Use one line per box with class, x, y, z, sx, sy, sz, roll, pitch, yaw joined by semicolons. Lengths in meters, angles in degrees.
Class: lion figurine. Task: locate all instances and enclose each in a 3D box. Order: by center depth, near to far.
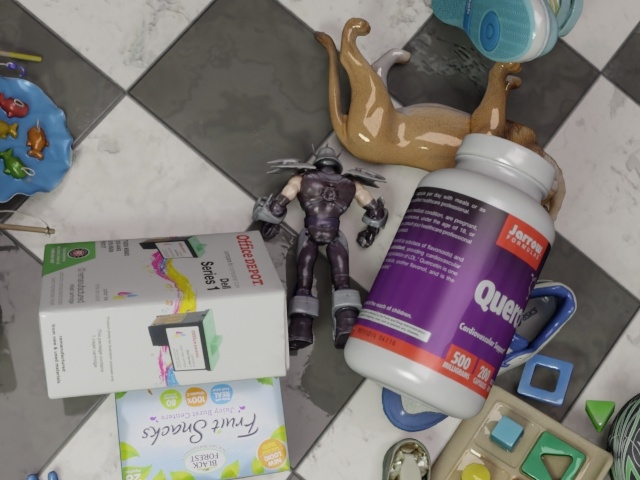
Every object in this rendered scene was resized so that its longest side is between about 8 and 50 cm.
lion figurine;0.153;-0.147;1.429;0.392;0.142;0.240;14;82;7

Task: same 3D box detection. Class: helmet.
helmet;0.456;0.280;1.357;0.161;0.169;0.169;37;73;-17

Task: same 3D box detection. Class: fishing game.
fishing game;-0.401;-0.135;1.322;0.189;0.041;0.264;8;65;-32

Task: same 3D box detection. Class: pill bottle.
pill bottle;0.168;0.040;1.257;0.181;0.181;0.323;25;82;-4

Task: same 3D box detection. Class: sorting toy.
sorting toy;0.249;0.299;1.329;0.196;0.047;0.348;29;71;25

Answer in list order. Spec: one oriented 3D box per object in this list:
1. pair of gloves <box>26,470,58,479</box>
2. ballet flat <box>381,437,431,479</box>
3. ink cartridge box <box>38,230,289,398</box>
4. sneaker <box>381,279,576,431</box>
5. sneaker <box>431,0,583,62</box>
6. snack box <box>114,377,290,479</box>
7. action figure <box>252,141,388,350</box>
pair of gloves;-0.376;0.376;1.248;0.198;0.023;0.159;-16;80;-15
ballet flat;0.102;0.350;1.296;0.072;0.068;0.213;10;60;-9
ink cartridge box;-0.190;0.082;1.247;0.278;0.201;0.117;-4;113;-11
sneaker;0.206;0.139;1.359;0.296;0.131;0.112;-37;88;-15
sneaker;0.298;-0.321;1.413;0.208;0.319;0.127;1;118;-17
snack box;-0.152;0.218;1.302;0.207;0.070;0.175;-5;78;-11
action figure;0.000;0.000;1.373;0.185;0.099;0.285;3;73;-3
